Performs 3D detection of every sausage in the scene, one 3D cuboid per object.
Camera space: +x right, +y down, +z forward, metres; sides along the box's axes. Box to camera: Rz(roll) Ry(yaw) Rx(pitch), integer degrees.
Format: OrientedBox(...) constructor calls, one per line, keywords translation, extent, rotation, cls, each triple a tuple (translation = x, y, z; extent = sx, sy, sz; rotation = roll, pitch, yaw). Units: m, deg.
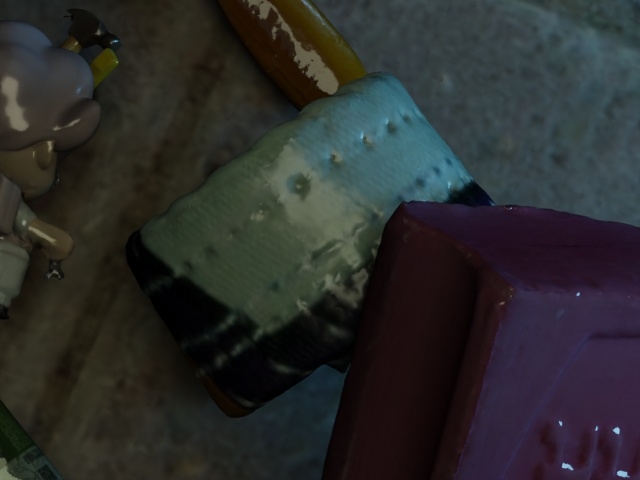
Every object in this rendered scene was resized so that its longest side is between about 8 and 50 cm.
OrientedBox(translation=(-0.028, -0.148, 1.307), extent=(0.183, 0.054, 0.062), rotation=(50, 42, 3), cls="sausage")

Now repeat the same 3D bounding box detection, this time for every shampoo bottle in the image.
OrientedBox(translation=(-0.242, 0.105, 1.205), extent=(0.065, 0.065, 0.204), rotation=(-38, 88, -16), cls="shampoo bottle")

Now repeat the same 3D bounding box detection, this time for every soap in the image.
OrientedBox(translation=(0.120, 0.163, 1.125), extent=(0.233, 0.128, 0.360), rotation=(1, 112, -34), cls="soap")

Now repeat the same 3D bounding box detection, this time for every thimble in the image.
OrientedBox(translation=(0.000, 0.000, 1.200), extent=(0.237, 0.237, 0.150), rotation=(-34, 89, -16), cls="thimble")

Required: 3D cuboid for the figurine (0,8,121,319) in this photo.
OrientedBox(translation=(-0.211, -0.059, 1.221), extent=(0.112, 0.137, 0.229), rotation=(30, 63, -49), cls="figurine")
